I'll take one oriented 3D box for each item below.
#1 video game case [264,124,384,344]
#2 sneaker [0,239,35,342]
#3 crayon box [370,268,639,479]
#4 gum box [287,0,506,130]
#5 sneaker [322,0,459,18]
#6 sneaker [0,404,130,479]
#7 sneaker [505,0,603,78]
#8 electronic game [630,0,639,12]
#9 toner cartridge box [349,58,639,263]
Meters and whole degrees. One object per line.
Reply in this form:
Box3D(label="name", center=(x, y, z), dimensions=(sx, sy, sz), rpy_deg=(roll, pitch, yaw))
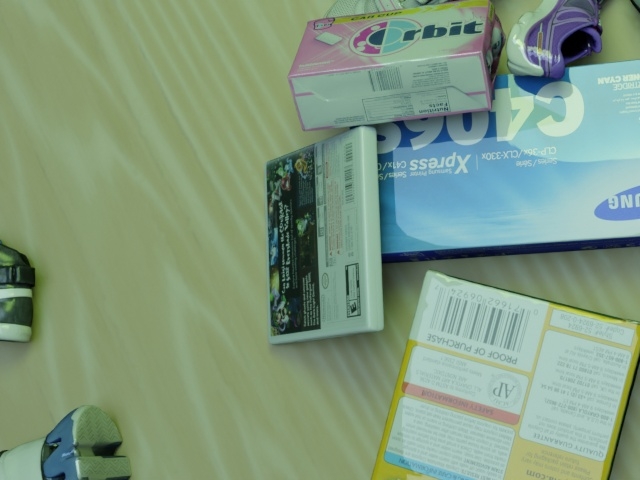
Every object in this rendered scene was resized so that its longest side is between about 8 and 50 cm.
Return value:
Box3D(label="video game case", center=(0.000, 0.000, 1.102), dimensions=(0.173, 0.022, 0.190), rpy_deg=(-14, 75, 54))
Box3D(label="sneaker", center=(-0.411, 0.044, 1.253), dimensions=(0.216, 0.079, 0.121), rpy_deg=(5, 80, 10))
Box3D(label="crayon box", center=(0.157, 0.209, 1.041), dimensions=(0.203, 0.083, 0.323), rpy_deg=(14, 86, 19))
Box3D(label="gum box", center=(0.075, -0.164, 1.052), dimensions=(0.188, 0.062, 0.107), rpy_deg=(-4, 37, 16))
Box3D(label="sneaker", center=(0.097, -0.257, 1.113), dimensions=(0.252, 0.111, 0.103), rpy_deg=(-35, 73, 10))
Box3D(label="sneaker", center=(-0.277, 0.340, 1.147), dimensions=(0.182, 0.127, 0.316), rpy_deg=(-17, 70, 18))
Box3D(label="sneaker", center=(0.237, -0.199, 1.055), dimensions=(0.071, 0.068, 0.170), rpy_deg=(23, 57, 27))
Box3D(label="electronic game", center=(0.388, -0.272, 1.035), dimensions=(0.229, 0.048, 0.229), rpy_deg=(-10, 60, 18))
Box3D(label="toner cartridge box", center=(0.203, -0.072, 1.072), dimensions=(0.347, 0.075, 0.165), rpy_deg=(-5, 82, 17))
